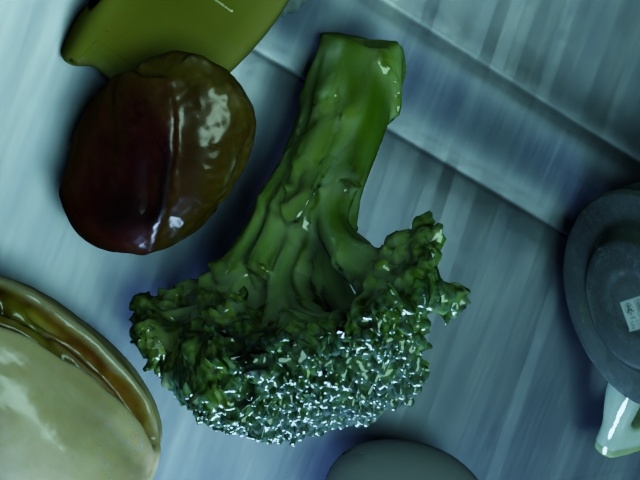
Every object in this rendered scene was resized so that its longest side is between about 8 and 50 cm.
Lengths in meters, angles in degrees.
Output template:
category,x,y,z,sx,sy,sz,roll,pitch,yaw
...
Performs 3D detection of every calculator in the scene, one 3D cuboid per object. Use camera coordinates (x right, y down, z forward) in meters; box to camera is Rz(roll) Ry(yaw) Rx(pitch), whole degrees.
category,x,y,z,sx,sy,sz,roll,pitch,yaw
calculator,-0.126,-0.215,1.772,0.157,0.033,0.236,33,116,-26

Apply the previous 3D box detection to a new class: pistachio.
category,x,y,z,sx,sy,sz,roll,pitch,yaw
pistachio,-0.269,0.159,1.804,0.187,0.187,0.299,-44,110,-5

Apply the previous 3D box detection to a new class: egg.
category,x,y,z,sx,sy,sz,roll,pitch,yaw
egg,0.093,0.284,1.998,0.198,0.146,0.146,33,91,-20

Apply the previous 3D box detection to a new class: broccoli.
category,x,y,z,sx,sy,sz,roll,pitch,yaw
broccoli,-0.032,0.015,1.831,0.353,0.397,0.275,-24,146,13

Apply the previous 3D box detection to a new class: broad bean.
category,x,y,z,sx,sy,sz,roll,pitch,yaw
broad bean,-0.153,-0.082,1.776,0.156,0.122,0.228,41,118,6

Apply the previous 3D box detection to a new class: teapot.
category,x,y,z,sx,sy,sz,roll,pitch,yaw
teapot,0.420,0.079,2.029,0.239,0.239,0.322,-15,106,-32

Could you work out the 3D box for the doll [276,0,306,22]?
category,x,y,z,sx,sy,sz,roll,pitch,yaw
doll,-0.075,-0.253,1.815,0.180,0.079,0.094,-1,81,-14
